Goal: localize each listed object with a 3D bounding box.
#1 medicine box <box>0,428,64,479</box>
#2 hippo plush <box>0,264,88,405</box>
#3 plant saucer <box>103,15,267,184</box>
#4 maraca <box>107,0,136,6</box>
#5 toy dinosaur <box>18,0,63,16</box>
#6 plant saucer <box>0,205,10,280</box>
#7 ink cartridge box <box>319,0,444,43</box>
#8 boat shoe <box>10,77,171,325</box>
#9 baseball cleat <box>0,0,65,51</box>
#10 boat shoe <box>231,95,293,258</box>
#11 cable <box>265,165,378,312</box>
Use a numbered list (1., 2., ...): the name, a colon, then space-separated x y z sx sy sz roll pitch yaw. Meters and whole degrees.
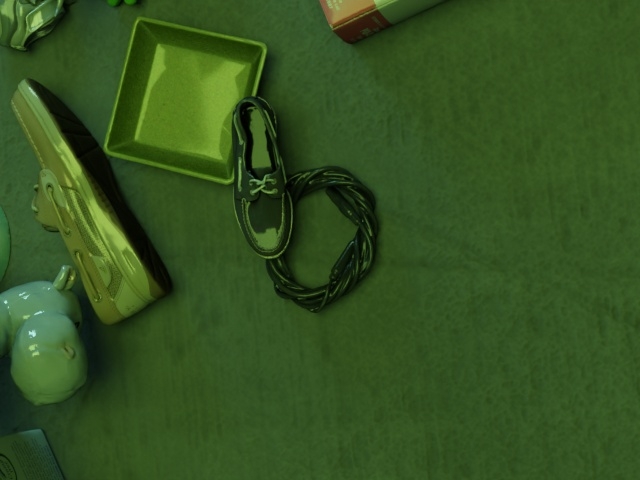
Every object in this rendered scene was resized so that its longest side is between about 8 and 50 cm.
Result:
1. medicine box: -0.488 0.370 1.587 0.263 0.289 0.149 -29 81 11
2. hippo plush: -0.421 0.142 1.608 0.294 0.236 0.234 -118 38 -45
3. plant saucer: -0.172 -0.181 1.661 0.188 0.045 0.188 14 91 14
4. maraca: -0.250 -0.396 1.666 0.127 0.099 0.185 48 123 22
5. toy dinosaur: -0.321 -0.452 1.605 0.160 0.121 0.313 29 113 44
6. plant saucer: -0.522 0.005 1.741 0.195 0.037 0.195 -1 87 13
7. ink cartridge box: 0.115 -0.397 1.564 0.283 0.117 0.207 -22 82 12
8. boat shoe: -0.325 -0.052 1.653 0.110 0.121 0.341 -32 82 9
9. baseball cleat: -0.386 -0.357 1.718 0.109 0.072 0.206 20 95 -3
10. boat shoe: -0.079 -0.079 1.580 0.075 0.065 0.206 -6 86 7
11. cable: 0.000 0.000 1.617 0.150 0.047 0.184 -5 82 8
